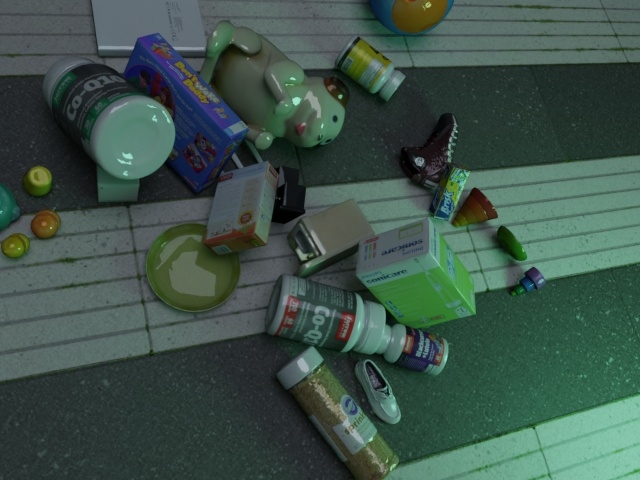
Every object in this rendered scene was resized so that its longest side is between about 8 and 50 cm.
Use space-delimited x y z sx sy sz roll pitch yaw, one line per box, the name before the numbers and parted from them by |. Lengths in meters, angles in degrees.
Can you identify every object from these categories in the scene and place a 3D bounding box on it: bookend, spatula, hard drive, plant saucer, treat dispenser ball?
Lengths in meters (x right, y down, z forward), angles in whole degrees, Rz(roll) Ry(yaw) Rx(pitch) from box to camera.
bookend | -0.094 -0.138 1.657 0.072 0.157 0.157 11 78 -22
spatula | -0.212 -0.189 1.735 0.168 0.019 0.242 -28 80 -21
hard drive | -0.501 -0.632 1.794 0.307 0.040 0.203 -7 72 -21
plant saucer | -0.327 0.071 1.577 0.240 0.037 0.241 7 67 -16
treat dispenser ball | 0.300 -0.826 2.011 0.287 0.288 0.289 7 67 -17

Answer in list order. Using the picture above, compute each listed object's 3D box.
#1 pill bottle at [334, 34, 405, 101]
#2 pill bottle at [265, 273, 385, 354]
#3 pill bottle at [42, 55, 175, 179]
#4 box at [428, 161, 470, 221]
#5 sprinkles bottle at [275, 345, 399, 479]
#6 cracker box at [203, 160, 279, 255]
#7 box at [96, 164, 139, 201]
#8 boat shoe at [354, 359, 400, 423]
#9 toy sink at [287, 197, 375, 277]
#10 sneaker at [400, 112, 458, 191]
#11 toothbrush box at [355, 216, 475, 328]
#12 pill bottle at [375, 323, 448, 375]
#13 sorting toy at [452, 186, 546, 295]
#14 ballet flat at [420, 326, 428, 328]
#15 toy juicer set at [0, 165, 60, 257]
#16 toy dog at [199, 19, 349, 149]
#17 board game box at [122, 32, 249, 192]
pill bottle | 0.159 -0.544 1.946 0.208 0.119 0.119 37 62 -3
pill bottle | 0.014 0.196 1.575 0.283 0.161 0.161 16 65 -12
pill bottle | -0.527 -0.310 1.490 0.204 0.204 0.361 -31 48 -27
box | 0.386 -0.146 1.844 0.059 0.169 0.054 11 24 -15
sprinkles bottle | 0.041 0.434 1.513 0.121 0.121 0.355 -36 84 -27
cracker box | -0.202 -0.084 1.585 0.067 0.155 0.233 49 39 -46
box | -0.518 -0.157 1.564 0.101 0.102 0.087 -2 68 -20
boat shoe | 0.157 0.393 1.602 0.066 0.063 0.184 -20 77 -25
toy sink | 0.000 0.000 1.655 0.234 0.153 0.131 -26 79 -25
sneaker | 0.335 -0.297 1.919 0.162 0.106 0.282 15 66 -10
toothbrush box | 0.252 0.096 1.596 0.283 0.206 0.122 46 37 -37
pill bottle | 0.235 0.287 1.646 0.193 0.108 0.108 19 64 -11
sorting toy | 0.532 0.018 1.881 0.126 0.127 0.366 -35 85 2
ballet flat | 0.348 0.173 1.754 0.073 0.067 0.206 43 62 0
toy juicer set | -0.783 -0.049 1.445 0.328 0.089 0.210 -17 88 -33
toy dog | -0.127 -0.403 1.736 0.407 0.285 0.395 28 26 -5
board game box | -0.373 -0.328 1.603 0.347 0.233 0.078 47 42 3
